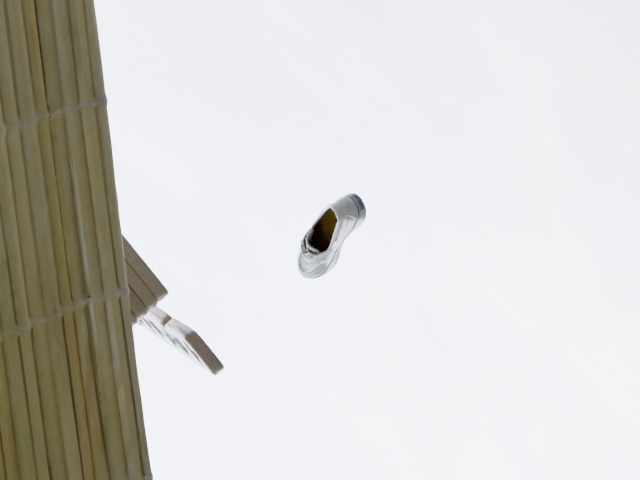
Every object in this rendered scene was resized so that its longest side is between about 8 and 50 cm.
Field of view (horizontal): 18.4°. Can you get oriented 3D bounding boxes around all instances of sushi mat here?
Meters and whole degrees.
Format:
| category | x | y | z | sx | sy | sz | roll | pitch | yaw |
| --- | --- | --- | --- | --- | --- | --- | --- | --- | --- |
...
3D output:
| category | x | y | z | sx | sy | sz | roll | pitch | yaw |
| --- | --- | --- | --- | --- | --- | --- | --- | --- | --- |
| sushi mat | -0.133 | -0.029 | 0.619 | 0.151 | 0.019 | 0.317 | -14 | -76 | -36 |

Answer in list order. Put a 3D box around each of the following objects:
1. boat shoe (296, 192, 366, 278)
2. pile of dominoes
| category | x | y | z | sx | sy | sz | roll | pitch | yaw |
| --- | --- | --- | --- | --- | --- | --- | --- | --- | --- |
| boat shoe | 0.000 | 0.000 | 1.550 | 0.035 | 0.100 | 0.035 | -20 | -110 | -38 |
| pile of dominoes | -0.156 | -0.002 | 1.162 | 0.196 | 0.040 | 0.251 | 52 | 169 | -17 |
